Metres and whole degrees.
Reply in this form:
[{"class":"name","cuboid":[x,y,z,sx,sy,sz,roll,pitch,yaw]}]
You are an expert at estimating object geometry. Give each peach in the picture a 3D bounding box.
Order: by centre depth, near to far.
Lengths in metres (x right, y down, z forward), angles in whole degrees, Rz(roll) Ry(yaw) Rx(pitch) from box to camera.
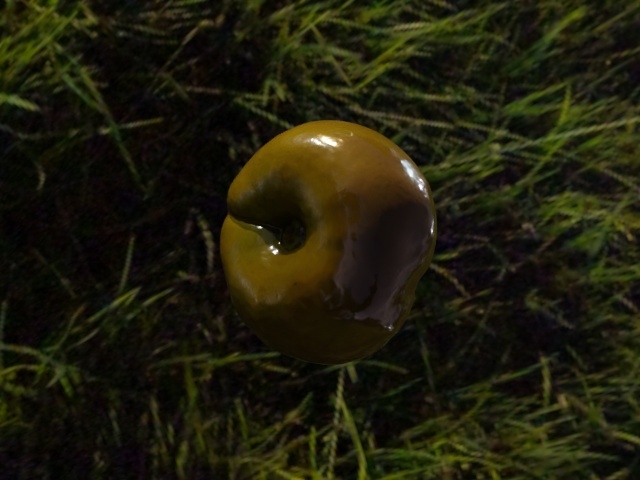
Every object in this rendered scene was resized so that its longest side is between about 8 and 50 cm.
[{"class":"peach","cuboid":[0.000,0.000,0.982,0.153,0.251,0.251,17,59,-43]}]
